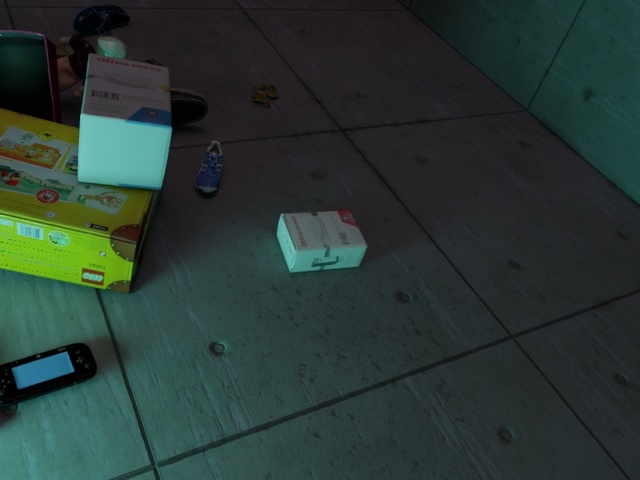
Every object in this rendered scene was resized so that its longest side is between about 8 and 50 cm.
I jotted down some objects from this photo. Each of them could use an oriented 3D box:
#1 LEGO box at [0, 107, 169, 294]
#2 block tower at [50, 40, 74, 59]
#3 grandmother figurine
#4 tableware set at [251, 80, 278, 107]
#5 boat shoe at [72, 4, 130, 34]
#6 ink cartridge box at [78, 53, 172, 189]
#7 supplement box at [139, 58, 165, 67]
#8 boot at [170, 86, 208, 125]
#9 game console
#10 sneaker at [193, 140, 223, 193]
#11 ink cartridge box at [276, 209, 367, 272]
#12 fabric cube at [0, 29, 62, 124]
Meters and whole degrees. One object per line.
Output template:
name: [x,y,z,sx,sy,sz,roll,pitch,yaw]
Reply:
LEGO box: [-0.672,-0.110,1.459,0.499,0.193,0.373,14,42,-12]
block tower: [-0.970,-0.594,1.906,0.091,0.097,0.335,40,29,12]
grandmother figurine: [-0.765,-0.548,1.842,0.342,0.208,0.104,-20,4,10]
tableware set: [-0.212,-0.556,2.243,0.103,0.024,0.154,9,42,-14]
boat shoe: [-0.856,-0.876,2.307,0.089,0.109,0.258,30,46,9]
ink cartridge box: [-0.481,-0.293,1.443,0.198,0.197,0.270,5,44,-21]
supplement box: [-0.641,-0.516,1.976,0.073,0.130,0.239,36,45,21]
boot: [-0.531,-0.352,1.833,0.376,0.138,0.284,-3,45,-16]
game console: [-0.652,0.283,1.192,0.361,0.044,0.213,-14,51,-31]
sneaker: [-0.343,-0.226,1.804,0.080,0.081,0.211,8,44,-12]
ink cartridge box: [0.000,0.000,1.670,0.217,0.092,0.159,-2,46,-23]
fabric cube: [-0.881,-0.445,1.653,0.253,0.259,0.258,-4,14,-17]
